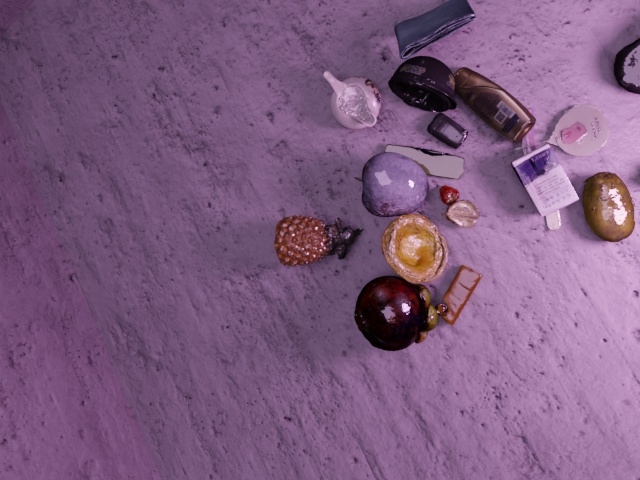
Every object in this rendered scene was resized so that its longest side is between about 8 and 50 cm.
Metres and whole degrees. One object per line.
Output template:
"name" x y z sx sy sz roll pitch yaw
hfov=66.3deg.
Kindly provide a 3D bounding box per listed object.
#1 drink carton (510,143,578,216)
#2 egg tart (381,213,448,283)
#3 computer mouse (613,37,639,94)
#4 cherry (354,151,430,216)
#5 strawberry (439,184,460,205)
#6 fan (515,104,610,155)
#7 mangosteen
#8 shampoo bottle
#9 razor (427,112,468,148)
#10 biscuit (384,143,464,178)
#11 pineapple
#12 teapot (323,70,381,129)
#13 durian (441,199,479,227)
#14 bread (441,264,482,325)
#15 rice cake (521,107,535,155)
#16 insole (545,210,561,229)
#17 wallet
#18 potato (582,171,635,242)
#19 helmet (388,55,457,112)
"drink carton" 0.779 -0.208 1.709 0.134 0.102 0.222 -29 88 18
"egg tart" 0.354 0.036 1.872 0.289 0.118 0.288 5 74 -19
"computer mouse" 1.113 -0.613 1.575 0.323 0.116 0.182 -38 79 26
"cherry" 0.269 -0.212 1.880 0.297 0.218 0.254 7 115 11
"strawberry" 0.490 -0.177 1.879 0.073 0.073 0.083 -49 38 16
"fan" 0.846 -0.365 1.726 0.310 0.010 0.182 -16 88 14
"mangosteen" 0.282 0.274 1.862 0.311 0.311 0.310 1 92 22
"shampoo bottle" 0.616 -0.505 1.785 0.350 0.084 0.125 50 133 23
"razor" 0.487 -0.418 1.872 0.148 0.054 0.090 40 109 17
"biscuit" 0.402 -0.311 1.919 0.323 0.038 0.099 14 100 21
"pineapple" 0.000 0.001 2.021 0.358 0.223 0.222 -1 91 6
"teapot" 0.123 -0.565 1.969 0.300 0.166 0.208 43 119 5
"durian" 0.526 -0.102 1.856 0.140 0.071 0.110 1 98 7
"bread" 0.528 0.208 1.878 0.088 0.049 0.226 32 104 18
"rice cake" 0.756 -0.374 1.772 0.047 0.036 0.206 -1 91 32
"insole" 0.829 -0.133 1.763 0.063 0.010 0.191 -8 88 22
"wallet" 0.413 -0.802 1.816 0.291 0.054 0.251 -23 39 22
"potato" 0.972 -0.110 1.654 0.150 0.113 0.251 -18 93 14
"helmet" 0.397 -0.591 1.811 0.279 0.231 0.160 21 85 40
